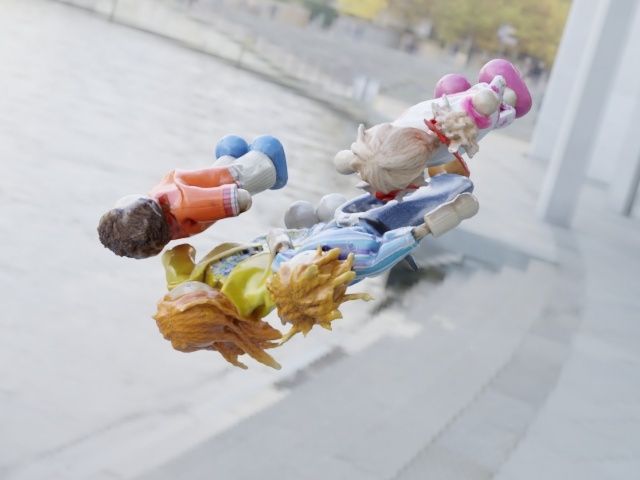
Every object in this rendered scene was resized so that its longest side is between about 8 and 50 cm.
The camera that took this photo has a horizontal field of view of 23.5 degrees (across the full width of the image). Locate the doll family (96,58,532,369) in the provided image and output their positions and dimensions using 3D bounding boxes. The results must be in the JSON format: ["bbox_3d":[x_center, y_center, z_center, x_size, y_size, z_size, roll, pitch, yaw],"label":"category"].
[{"bbox_3d":[0.000,0.000,0.817,0.263,0.118,0.163,-15,13,36],"label":"doll family"}]
